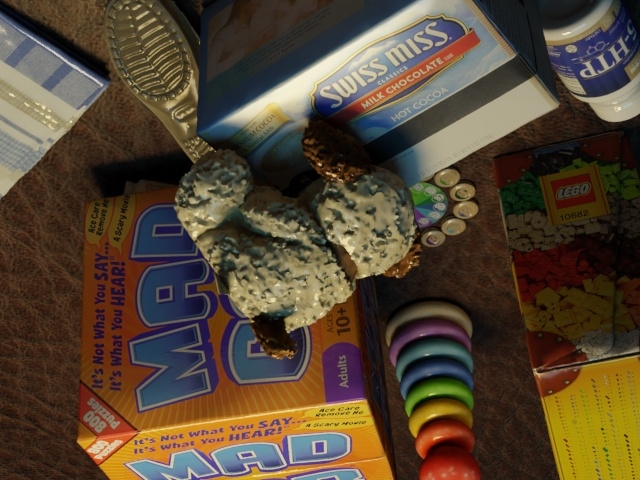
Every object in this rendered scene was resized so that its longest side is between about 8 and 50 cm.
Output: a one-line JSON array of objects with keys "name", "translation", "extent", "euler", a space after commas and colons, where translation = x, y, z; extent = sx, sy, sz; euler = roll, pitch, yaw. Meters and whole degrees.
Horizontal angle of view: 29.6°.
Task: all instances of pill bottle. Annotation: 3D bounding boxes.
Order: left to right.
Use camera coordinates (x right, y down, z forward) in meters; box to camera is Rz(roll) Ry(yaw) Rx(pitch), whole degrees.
[{"name": "pill bottle", "translation": [-0.231, -0.061, 1.682], "extent": [0.083, 0.043, 0.043], "euler": [10, 136, -14]}, {"name": "pill bottle", "translation": [0.337, -0.234, 1.481], "extent": [0.112, 0.112, 0.187], "euler": [-25, 134, 22]}]

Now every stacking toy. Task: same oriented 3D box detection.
[{"name": "stacking toy", "translation": [0.181, 0.258, 1.851], "extent": [0.141, 0.330, 0.141], "euler": [-2, 138, -2]}]

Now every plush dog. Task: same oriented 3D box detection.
[{"name": "plush dog", "translation": [0.000, 0.000, 1.335], "extent": [0.225, 0.210, 0.262], "euler": [-35, 133, 2]}]

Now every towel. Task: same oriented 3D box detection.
[{"name": "towel", "translation": [-0.429, -0.174, 1.552], "extent": [0.209, 0.034, 0.285], "euler": [32, 125, -30]}]

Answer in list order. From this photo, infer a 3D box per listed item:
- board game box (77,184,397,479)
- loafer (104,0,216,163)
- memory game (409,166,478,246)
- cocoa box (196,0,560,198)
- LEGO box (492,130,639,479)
[{"name": "board game box", "translation": [-0.102, 0.157, 1.664], "extent": [0.357, 0.356, 0.356], "euler": [-9, 148, 5]}, {"name": "loafer", "translation": [-0.175, -0.202, 1.500], "extent": [0.102, 0.092, 0.268], "euler": [-21, 119, 16]}, {"name": "memory game", "translation": [0.134, -0.047, 1.748], "extent": [0.186, 0.012, 0.186], "euler": [-2, 138, -2]}, {"name": "cocoa box", "translation": [0.057, -0.213, 1.393], "extent": [0.347, 0.231, 0.228], "euler": [-28, 133, 25]}, {"name": "LEGO box", "translation": [0.400, 0.159, 1.728], "extent": [0.193, 0.372, 0.500], "euler": [-12, 137, 10]}]
